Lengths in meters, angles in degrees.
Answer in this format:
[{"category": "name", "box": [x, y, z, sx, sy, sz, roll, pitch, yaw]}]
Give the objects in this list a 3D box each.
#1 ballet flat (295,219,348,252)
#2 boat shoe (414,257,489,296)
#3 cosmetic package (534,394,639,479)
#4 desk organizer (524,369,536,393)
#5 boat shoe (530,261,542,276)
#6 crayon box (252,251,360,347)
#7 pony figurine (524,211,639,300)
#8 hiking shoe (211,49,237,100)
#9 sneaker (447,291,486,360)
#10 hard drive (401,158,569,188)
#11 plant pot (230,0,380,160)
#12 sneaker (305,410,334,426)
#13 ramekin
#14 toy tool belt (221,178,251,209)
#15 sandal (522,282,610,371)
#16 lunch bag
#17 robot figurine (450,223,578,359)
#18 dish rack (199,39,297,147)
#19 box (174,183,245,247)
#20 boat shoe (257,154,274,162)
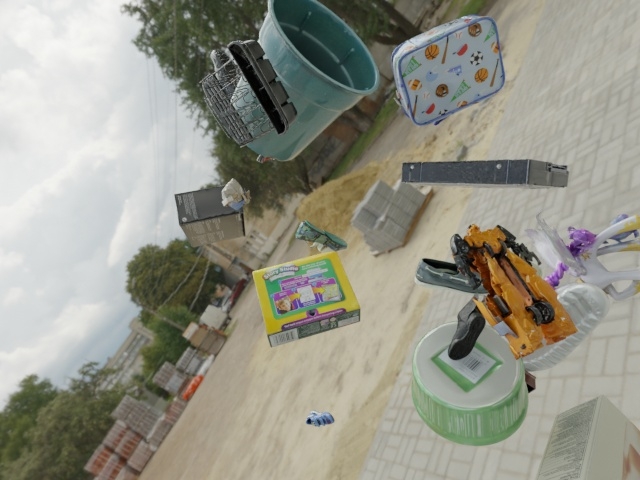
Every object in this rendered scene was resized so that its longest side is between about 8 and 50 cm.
[{"category": "ballet flat", "box": [0.000, 0.000, 1.182, 0.070, 0.188, 0.070, -22, 55, 36]}, {"category": "boat shoe", "box": [0.504, 0.124, 1.507, 0.116, 0.319, 0.099, -62, -25, -63]}, {"category": "cosmetic package", "box": [0.586, 0.498, 0.914, 0.296, 0.129, 0.153, -28, -20, -45]}, {"category": "desk organizer", "box": [0.630, 0.477, 1.352, 0.130, 0.047, 0.050, -58, -4, 37]}, {"category": "boat shoe", "box": [0.828, 0.205, 1.775, 0.340, 0.127, 0.113, -36, -36, -40]}, {"category": "crayon box", "box": [-0.062, 0.220, 1.670, 0.106, 0.362, 0.313, 85, 167, -46]}, {"category": "pony figurine", "box": [0.835, 0.063, 1.334, 0.363, 0.351, 0.302, -25, -20, 19]}, {"category": "hiking shoe", "box": [-0.355, -0.568, 1.508, 0.114, 0.227, 0.086, -23, -2, 29]}, {"category": "sneaker", "box": [0.376, 0.220, 1.076, 0.089, 0.051, 0.170, -76, 12, -70]}, {"category": "hard drive", "box": [0.411, -0.166, 1.073, 0.338, 0.236, 0.064, 9, 100, 48]}, {"category": "plant pot", "box": [-0.072, -0.417, 1.154, 0.334, 0.341, 0.341, -42, 16, 41]}, {"category": "sneaker", "box": [-0.002, 0.748, 1.744, 0.144, 0.053, 0.059, -20, 5, 42]}, {"category": "ramekin", "box": [0.385, 0.358, 1.107, 0.303, 0.303, 0.148, -64, -34, -44]}, {"category": "toy tool belt", "box": [-0.155, -0.077, 0.781, 0.052, 0.051, 0.083, -53, 2, -13]}, {"category": "sandal", "box": [0.709, 0.275, 1.290, 0.102, 0.169, 0.416, -31, -19, -45]}, {"category": "lunch bag", "box": [0.352, -0.467, 1.181, 0.303, 0.243, 0.115, -22, 33, 7]}, {"category": "robot figurine", "box": [0.389, 0.091, 0.888, 0.291, 0.210, 0.085, 64, 149, 29]}, {"category": "dish rack", "box": [-0.186, -0.323, 0.983, 0.271, 0.208, 0.074, -9, 28, 47]}, {"category": "box", "box": [-0.333, -0.072, 1.307, 0.261, 0.184, 0.103, 121, 138, -72]}, {"category": "boat shoe", "box": [-0.141, -0.282, 1.327, 0.137, 0.043, 0.049, -41, 0, -24]}]
